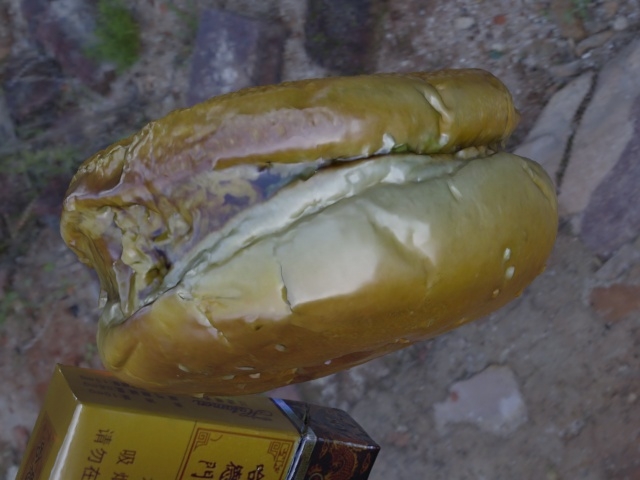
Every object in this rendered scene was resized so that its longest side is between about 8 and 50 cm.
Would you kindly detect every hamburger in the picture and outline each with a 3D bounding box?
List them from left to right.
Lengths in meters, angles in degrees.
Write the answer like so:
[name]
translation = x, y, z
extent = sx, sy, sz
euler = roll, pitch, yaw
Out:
[hamburger]
translation = 0.000, 0.000, 0.783
extent = 0.290, 0.314, 0.170
euler = -23, 80, 48

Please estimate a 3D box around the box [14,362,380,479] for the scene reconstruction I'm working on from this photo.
[box]
translation = -0.155, 0.312, 1.477
extent = 0.116, 0.416, 0.264
euler = 39, 110, 58
